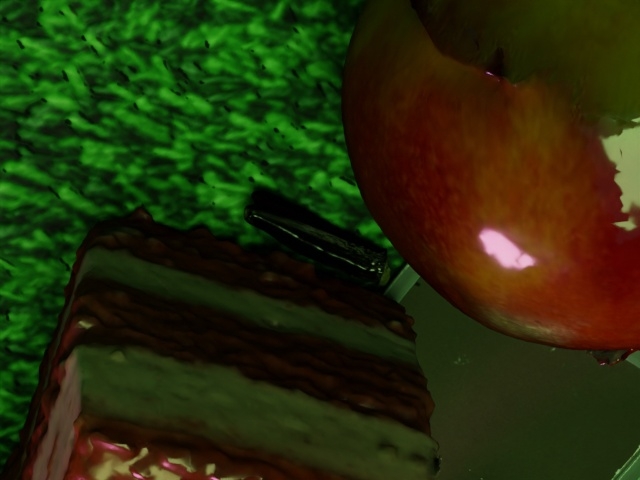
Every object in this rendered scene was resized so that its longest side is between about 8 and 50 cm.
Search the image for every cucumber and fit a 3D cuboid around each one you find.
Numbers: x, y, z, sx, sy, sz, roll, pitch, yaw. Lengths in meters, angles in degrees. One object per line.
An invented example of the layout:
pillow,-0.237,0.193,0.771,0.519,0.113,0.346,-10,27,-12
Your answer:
cucumber,-0.001,0.001,1.423,0.135,0.033,0.034,25,144,-18

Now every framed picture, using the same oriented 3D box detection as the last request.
framed picture,0.142,0.138,1.524,0.296,0.019,0.232,32,108,-22

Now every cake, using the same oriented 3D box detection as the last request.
cake,-0.085,0.177,1.328,0.269,0.319,0.270,17,112,-10

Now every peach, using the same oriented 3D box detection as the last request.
peach,0.190,-0.077,1.234,0.370,0.370,0.370,-4,118,-7
